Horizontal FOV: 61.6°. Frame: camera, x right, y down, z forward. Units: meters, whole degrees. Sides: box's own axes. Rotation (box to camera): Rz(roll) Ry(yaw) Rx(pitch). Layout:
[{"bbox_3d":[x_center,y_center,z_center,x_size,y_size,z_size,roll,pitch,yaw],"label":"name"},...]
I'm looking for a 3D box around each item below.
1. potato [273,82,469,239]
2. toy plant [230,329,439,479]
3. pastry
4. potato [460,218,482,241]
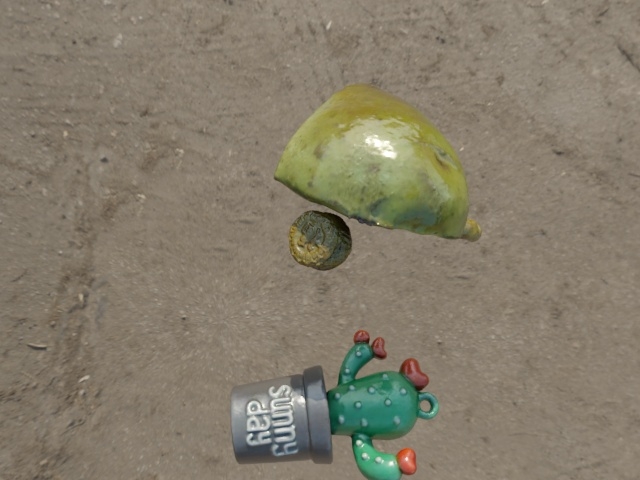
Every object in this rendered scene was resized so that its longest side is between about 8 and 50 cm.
[{"bbox_3d":[0.134,-0.141,0.917,0.330,0.280,0.213,0,112,-48],"label":"potato"},{"bbox_3d":[0.031,0.342,1.045,0.399,0.280,0.186,-7,123,-4],"label":"toy plant"},{"bbox_3d":[0.000,0.000,0.886,0.109,0.057,0.097,20,89,33],"label":"pastry"},{"bbox_3d":[0.309,-0.023,1.129,0.092,0.045,0.047,13,66,-42],"label":"potato"}]
